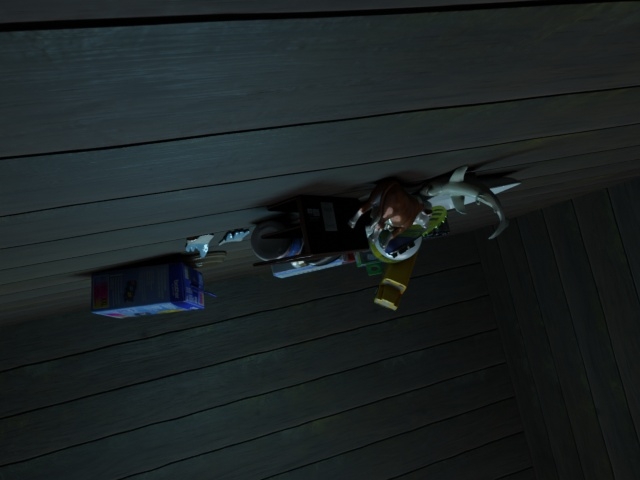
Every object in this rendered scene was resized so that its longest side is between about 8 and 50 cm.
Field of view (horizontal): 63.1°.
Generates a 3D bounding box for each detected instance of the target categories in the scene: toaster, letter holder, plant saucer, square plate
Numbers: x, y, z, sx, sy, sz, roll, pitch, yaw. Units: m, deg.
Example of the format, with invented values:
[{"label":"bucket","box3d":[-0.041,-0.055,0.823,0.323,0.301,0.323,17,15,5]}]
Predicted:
[{"label":"toaster","box3d":[0.484,-0.060,2.371,0.185,0.110,0.168,-17,173,41]},{"label":"letter holder","box3d":[-0.038,-0.021,1.445,0.214,0.152,0.301,-14,174,33]},{"label":"plant saucer","box3d":[-0.503,0.091,2.048,0.277,0.041,0.278,-12,173,-1]},{"label":"square plate","box3d":[0.418,-0.144,1.736,0.347,0.049,0.344,-9,174,-28]}]

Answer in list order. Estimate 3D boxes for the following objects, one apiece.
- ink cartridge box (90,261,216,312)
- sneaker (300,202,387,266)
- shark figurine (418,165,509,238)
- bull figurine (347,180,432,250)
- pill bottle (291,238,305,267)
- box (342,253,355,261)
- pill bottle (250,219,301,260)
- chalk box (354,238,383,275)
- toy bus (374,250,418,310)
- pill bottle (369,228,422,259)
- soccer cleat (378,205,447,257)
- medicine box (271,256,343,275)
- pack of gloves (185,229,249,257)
[{"label":"ink cartridge box","box3d":[-0.594,0.185,1.921,0.395,0.151,0.270,-9,167,1]},{"label":"sneaker","box3d":[0.076,-0.039,1.629,0.330,0.123,0.146,-32,161,-3]},{"label":"shark figurine","box3d":[0.437,-0.137,1.458,0.116,0.278,0.166,-60,178,-44]},{"label":"bull figurine","box3d":[0.203,-0.070,1.438,0.188,0.101,0.310,-51,148,7]},{"label":"pill bottle","box3d":[0.000,0.000,1.781,0.229,0.131,0.131,-19,173,13]},{"label":"box","box3d":[0.103,0.048,2.500,0.122,0.128,0.256,-15,174,26]},{"label":"pill bottle","box3d":[-0.127,0.006,1.628,0.124,0.124,0.221,-14,174,11]},{"label":"chalk box","box3d":[0.219,0.044,2.292,0.132,0.213,0.132,-11,175,-6]},{"label":"toy bus","box3d":[0.336,0.129,2.259,0.108,0.333,0.130,23,148,2]},{"label":"pill bottle","box3d":[0.293,-0.011,2.047,0.187,0.188,0.334,-13,174,0]},{"label":"soccer cleat","box3d":[0.289,-0.056,1.628,0.289,0.121,0.093,-33,177,-32]},{"label":"medicine box","box3d":[-0.056,0.043,2.012,0.263,0.149,0.289,-13,173,1]},{"label":"pack of gloves","box3d":[-0.329,0.015,1.669,0.194,0.046,0.232,-10,174,-17]}]
